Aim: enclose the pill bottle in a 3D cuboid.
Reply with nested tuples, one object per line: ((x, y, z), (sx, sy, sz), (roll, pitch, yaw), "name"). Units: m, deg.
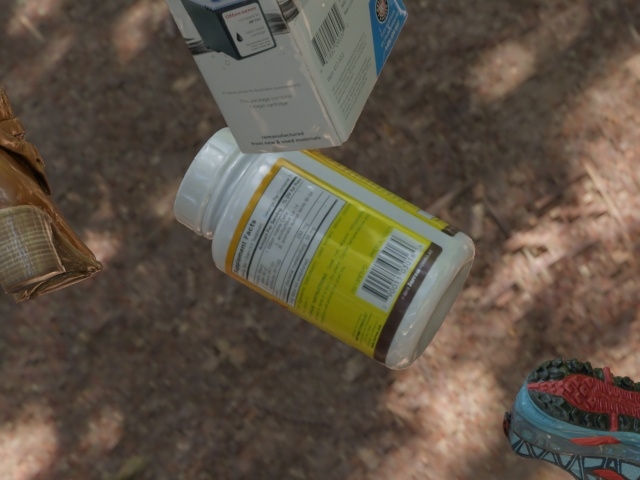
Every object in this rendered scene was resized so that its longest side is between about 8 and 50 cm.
((0.000, 0.000, 1.284), (0.215, 0.117, 0.117), (30, 73, 12), "pill bottle")

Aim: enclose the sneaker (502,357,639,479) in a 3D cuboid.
((0.305, 0.202, 1.693), (0.125, 0.262, 0.104), (120, 168, -46), "sneaker")

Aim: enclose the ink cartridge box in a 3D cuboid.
((-0.029, -0.170, 1.037), (0.082, 0.191, 0.140), (-6, 39, 30), "ink cartridge box")

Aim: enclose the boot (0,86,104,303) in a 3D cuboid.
((-0.224, -0.037, 1.263), (0.073, 0.197, 0.152), (-21, 85, -4), "boot")
